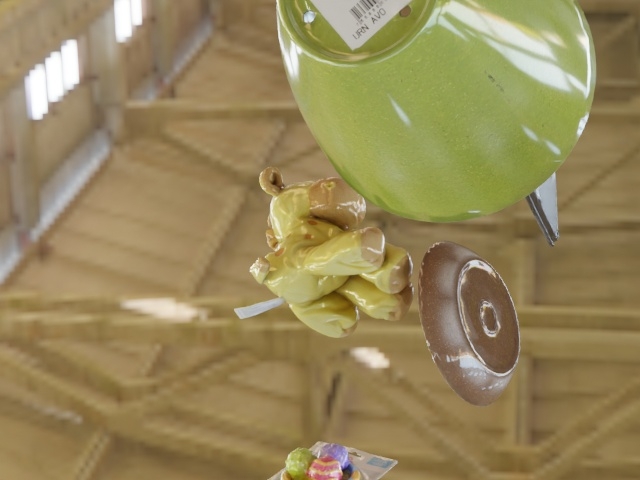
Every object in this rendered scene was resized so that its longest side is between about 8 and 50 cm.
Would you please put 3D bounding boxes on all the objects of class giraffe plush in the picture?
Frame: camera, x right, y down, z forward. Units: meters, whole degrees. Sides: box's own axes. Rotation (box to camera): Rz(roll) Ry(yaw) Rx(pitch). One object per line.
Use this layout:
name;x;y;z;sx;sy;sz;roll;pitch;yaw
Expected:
giraffe plush;0.000;0.000;2.117;0.210;0.181;0.170;-6;-128;3

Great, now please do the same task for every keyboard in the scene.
keyboard;0.198;-0.125;1.761;0.033;0.201;0.317;-4;164;13

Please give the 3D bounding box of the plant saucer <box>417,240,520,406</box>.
plant saucer;0.180;0.092;2.071;0.036;0.198;0.198;-18;-172;32

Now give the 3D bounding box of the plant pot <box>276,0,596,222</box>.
plant pot;0.077;-0.177;1.547;0.275;0.274;0.293;5;172;19

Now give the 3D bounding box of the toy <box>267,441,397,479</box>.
toy;-0.011;0.324;2.495;0.137;0.056;0.237;11;-152;31
